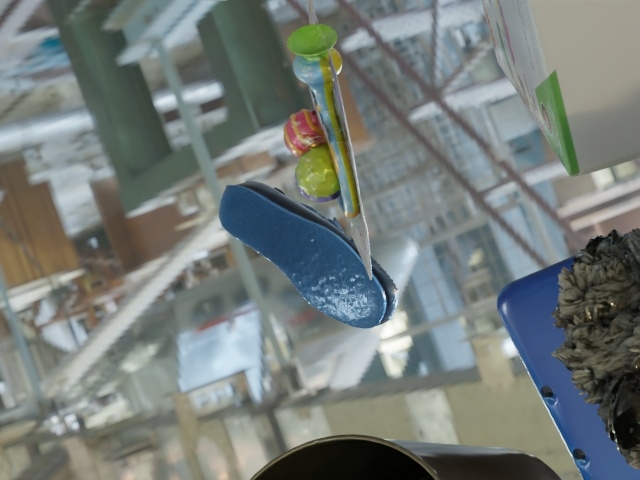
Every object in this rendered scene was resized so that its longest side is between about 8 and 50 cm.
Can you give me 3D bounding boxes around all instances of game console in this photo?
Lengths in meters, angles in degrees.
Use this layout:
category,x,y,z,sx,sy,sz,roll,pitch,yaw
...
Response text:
category,x,y,z,sx,sy,sz,roll,pitch,yaw
game console,0.351,0.108,1.223,0.250,0.293,0.173,-29,-175,-30

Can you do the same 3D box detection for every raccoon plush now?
category,x,y,z,sx,sy,sz,roll,pitch,yaw
raccoon plush,0.384,0.036,0.957,0.446,0.216,0.299,21,129,-30

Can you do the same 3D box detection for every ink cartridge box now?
category,x,y,z,sx,sy,sz,roll,pitch,yaw
ink cartridge box,0.225,-0.215,1.229,0.117,0.201,0.278,-18,-151,3

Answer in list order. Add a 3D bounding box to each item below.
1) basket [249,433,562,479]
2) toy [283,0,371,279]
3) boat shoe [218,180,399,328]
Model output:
category,x,y,z,sx,sy,sz,roll,pitch,yaw
basket,0.074,0.211,0.924,0.204,0.154,0.227,-31,158,32
toy,-0.002,-0.086,1.189,0.056,0.137,0.237,-11,135,-5
boat shoe,0.000,0.000,1.502,0.089,0.258,0.109,-10,134,-50
